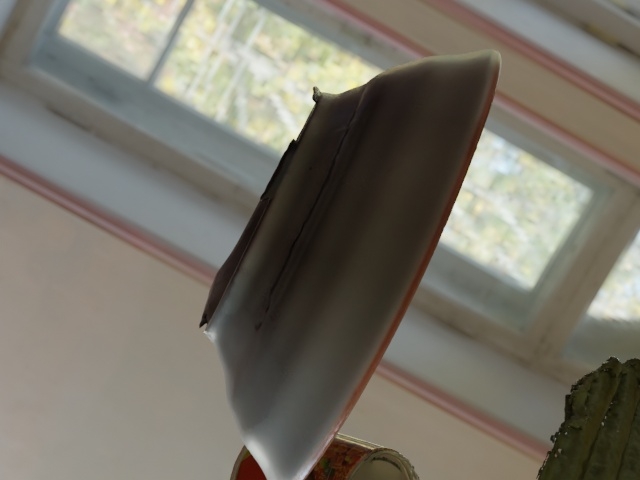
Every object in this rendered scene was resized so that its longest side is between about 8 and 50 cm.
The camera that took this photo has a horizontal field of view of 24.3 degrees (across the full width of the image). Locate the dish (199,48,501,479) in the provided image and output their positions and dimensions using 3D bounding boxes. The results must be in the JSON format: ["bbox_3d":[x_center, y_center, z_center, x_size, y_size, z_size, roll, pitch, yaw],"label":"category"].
[{"bbox_3d":[0.000,0.000,0.789,0.260,0.085,0.260,-155,-90,-87],"label":"dish"}]

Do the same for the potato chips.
[{"bbox_3d":[0.415,0.358,1.951,0.070,0.358,0.429,-24,-154,39],"label":"potato chips"}]

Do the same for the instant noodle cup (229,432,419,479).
[{"bbox_3d":[0.015,0.331,1.873,0.174,0.213,0.213,1,-124,42],"label":"instant noodle cup"}]
